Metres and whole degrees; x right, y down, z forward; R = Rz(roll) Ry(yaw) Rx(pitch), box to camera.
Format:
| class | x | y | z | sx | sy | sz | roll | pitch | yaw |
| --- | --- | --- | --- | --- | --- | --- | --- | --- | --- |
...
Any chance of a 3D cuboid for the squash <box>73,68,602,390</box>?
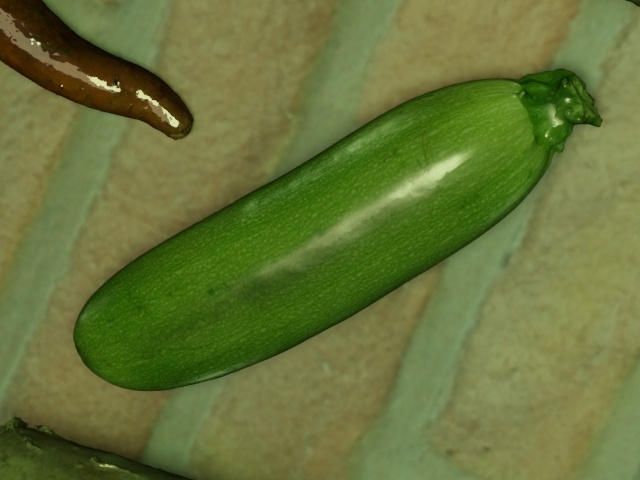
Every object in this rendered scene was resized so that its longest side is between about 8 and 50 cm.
| class | x | y | z | sx | sy | sz | roll | pitch | yaw |
| --- | --- | --- | --- | --- | --- | --- | --- | --- | --- |
| squash | 0.000 | 0.000 | 1.254 | 0.395 | 0.107 | 0.107 | -28 | 91 | 16 |

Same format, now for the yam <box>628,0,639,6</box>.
| class | x | y | z | sx | sy | sz | roll | pitch | yaw |
| --- | --- | --- | --- | --- | --- | --- | --- | --- | --- |
| yam | 0.267 | -0.192 | 1.122 | 0.304 | 0.168 | 0.168 | 20 | 103 | 11 |

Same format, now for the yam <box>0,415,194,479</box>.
| class | x | y | z | sx | sy | sz | roll | pitch | yaw |
| --- | --- | --- | --- | --- | --- | --- | --- | --- | --- |
| yam | -0.112 | 0.248 | 1.280 | 0.300 | 0.195 | 0.195 | 18 | 103 | 12 |

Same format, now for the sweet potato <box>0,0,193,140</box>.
| class | x | y | z | sx | sy | sz | roll | pitch | yaw |
| --- | --- | --- | --- | --- | --- | --- | --- | --- | --- |
| sweet potato | -0.202 | -0.143 | 1.311 | 0.264 | 0.057 | 0.057 | 37 | 106 | 2 |
